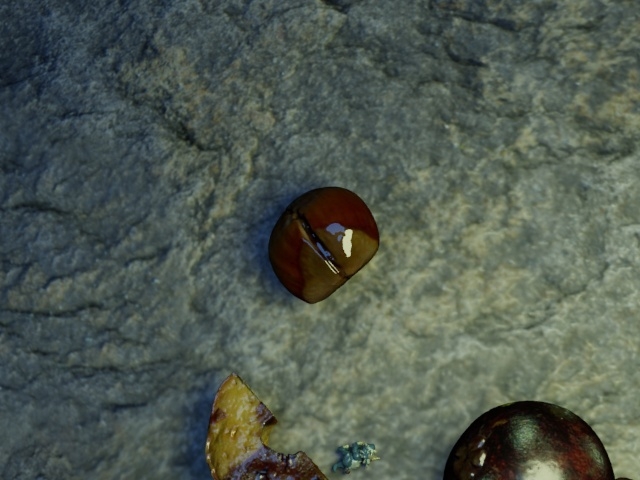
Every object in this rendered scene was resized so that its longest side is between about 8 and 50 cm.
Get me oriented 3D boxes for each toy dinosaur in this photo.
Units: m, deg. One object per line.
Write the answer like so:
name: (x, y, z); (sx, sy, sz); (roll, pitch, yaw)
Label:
toy dinosaur: (0.059, 0.377, 1.635); (0.083, 0.030, 0.047); (-16, 65, 10)

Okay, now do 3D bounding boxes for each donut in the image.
donut: (-0.094, 0.389, 1.631); (0.151, 0.112, 0.295); (-46, 62, 1)

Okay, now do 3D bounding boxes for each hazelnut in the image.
hazelnut: (-0.002, -0.001, 1.709); (0.212, 0.181, 0.181); (-41, 85, 10)

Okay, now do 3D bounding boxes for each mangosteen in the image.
mangosteen: (0.329, 0.388, 1.440); (0.288, 0.288, 0.288); (-5, 70, 14)
